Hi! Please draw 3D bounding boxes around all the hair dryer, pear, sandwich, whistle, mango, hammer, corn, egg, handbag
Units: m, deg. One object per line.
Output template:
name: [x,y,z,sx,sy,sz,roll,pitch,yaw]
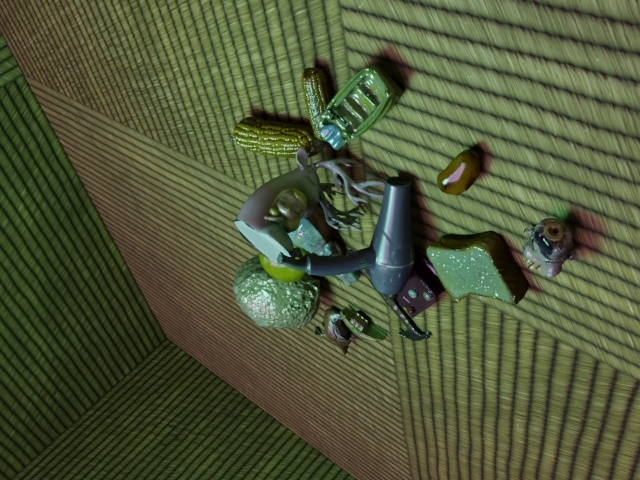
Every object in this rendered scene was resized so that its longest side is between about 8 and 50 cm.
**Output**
hair dryer: [0.069,0.011,1.648,0.121,0.361,0.301,-131,37,-54]
pear: [-0.101,0.032,2.135,0.198,0.198,0.198,34,151,23]
sandwich: [0.370,0.068,1.631,0.215,0.065,0.186,0,127,55]
whistle: [0.001,-0.001,2.023,0.142,0.133,0.346,-4,134,53]
mango: [0.297,-0.142,1.438,0.063,0.077,0.127,61,146,26]
hammer: [0.216,0.188,2.059,0.297,0.027,0.125,52,148,-12]
corn: [-0.111,-0.269,1.829,0.313,0.102,0.102,19,142,41]
corn: [-0.001,-0.321,1.632,0.068,0.068,0.207,24,147,38]
egg: [-0.149,0.170,2.312,0.310,0.279,0.279,11,143,11]
handbag: [0.230,0.104,1.872,0.203,0.074,0.216,46,152,5]

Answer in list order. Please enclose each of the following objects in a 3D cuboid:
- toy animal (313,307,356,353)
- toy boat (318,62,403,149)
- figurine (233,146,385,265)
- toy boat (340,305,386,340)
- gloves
toy animal: [0.075,0.317,2.385,0.179,0.089,0.188,-16,109,44]
toy boat: [0.090,-0.303,1.519,0.111,0.084,0.276,50,150,0]
figurine: [-0.023,-0.079,1.735,0.284,0.315,0.206,34,164,0]
toy boat: [0.139,0.281,2.260,0.172,0.065,0.066,37,132,14]
gloves: [0.468,0.010,1.382,0.110,0.094,0.144,53,173,7]
